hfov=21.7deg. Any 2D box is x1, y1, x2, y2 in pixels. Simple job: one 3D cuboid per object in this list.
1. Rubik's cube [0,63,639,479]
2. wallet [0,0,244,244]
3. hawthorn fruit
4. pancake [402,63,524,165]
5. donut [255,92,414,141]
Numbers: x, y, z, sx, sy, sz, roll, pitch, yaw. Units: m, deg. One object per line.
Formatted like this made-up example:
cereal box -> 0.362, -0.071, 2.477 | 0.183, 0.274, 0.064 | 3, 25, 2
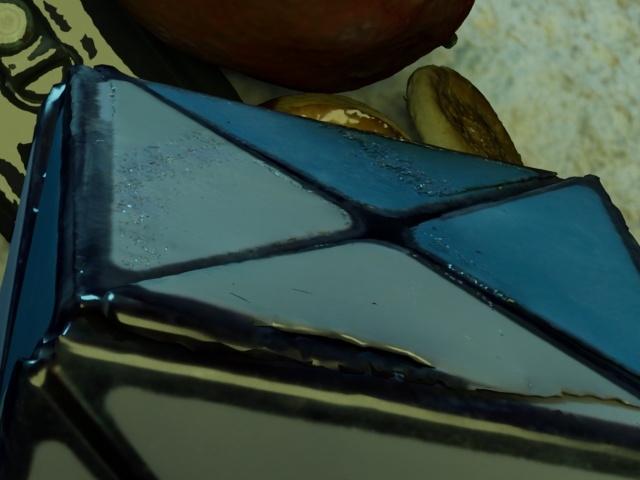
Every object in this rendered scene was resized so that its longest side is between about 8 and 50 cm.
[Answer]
Rubik's cube -> -0.016, 0.115, 0.796 | 0.307, 0.305, 0.310 | 12, 115, -10
wallet -> -0.163, -0.111, 0.981 | 0.169, 0.052, 0.245 | -37, 93, -14
hawthorn fruit -> -0.005, -0.179, 0.950 | 0.261, 0.224, 0.224 | 40, 68, -50
pancake -> 0.100, -0.042, 0.987 | 0.028, 0.158, 0.158 | -32, 89, 17
donut -> 0.000, 0.000, 0.953 | 0.166, 0.073, 0.184 | -20, 115, 12
